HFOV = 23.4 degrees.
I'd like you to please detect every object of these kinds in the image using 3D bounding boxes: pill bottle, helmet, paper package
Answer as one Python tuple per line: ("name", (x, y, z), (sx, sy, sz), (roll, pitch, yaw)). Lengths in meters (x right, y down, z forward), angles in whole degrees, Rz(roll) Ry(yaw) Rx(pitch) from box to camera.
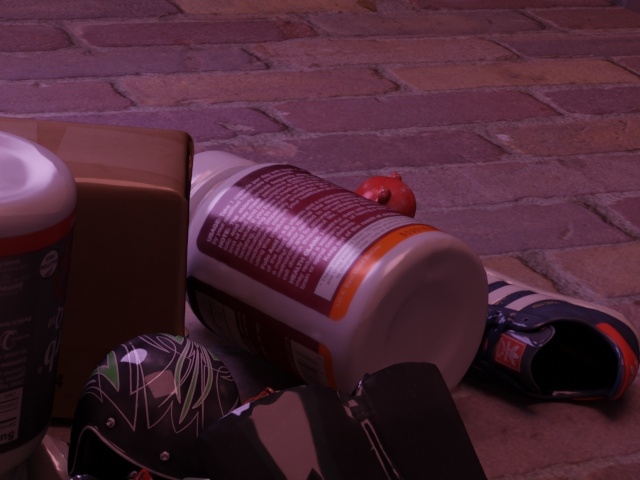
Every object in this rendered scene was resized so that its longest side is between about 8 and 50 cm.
("pill bottle", (-0.018, 0.039, 1.797), (0.224, 0.224, 0.392), (-15, 30, -41))
("pill bottle", (-0.347, 0.093, 1.435), (0.210, 0.363, 0.210), (9, 25, -4))
("helmet", (-0.152, 0.168, 1.457), (0.169, 0.161, 0.169), (19, 45, -20))
("paper package", (-0.306, 0.031, 1.681), (0.325, 0.309, 0.168), (3, 27, -5))

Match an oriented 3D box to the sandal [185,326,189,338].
("sandal", (-0.258, 0.066, 1.911), (0.240, 0.079, 0.088), (20, 26, 30))

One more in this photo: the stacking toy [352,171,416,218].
("stacking toy", (0.000, 0.000, 2.070), (0.279, 0.130, 0.309), (7, 22, 2))

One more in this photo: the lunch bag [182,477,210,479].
("lunch bag", (-0.011, 0.310, 1.291), (0.262, 0.160, 0.223), (3, 21, 7))

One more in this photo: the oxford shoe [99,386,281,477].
("oxford shoe", (-0.070, 0.197, 1.577), (0.348, 0.130, 0.123), (14, 24, 18))

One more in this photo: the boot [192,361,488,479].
("boot", (0.020, 0.305, 1.049), (0.367, 0.146, 0.445), (0, 58, -41))

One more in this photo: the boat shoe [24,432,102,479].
("boat shoe", (-0.235, 0.240, 1.525), (0.063, 0.066, 0.184), (-2, 21, -44))

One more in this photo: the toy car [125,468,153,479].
("toy car", (-0.206, 0.277, 1.343), (0.053, 0.239, 0.225), (43, 6, -4))

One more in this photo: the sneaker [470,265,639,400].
("sneaker", (0.211, 0.113, 1.848), (0.350, 0.131, 0.148), (9, 18, 6))
